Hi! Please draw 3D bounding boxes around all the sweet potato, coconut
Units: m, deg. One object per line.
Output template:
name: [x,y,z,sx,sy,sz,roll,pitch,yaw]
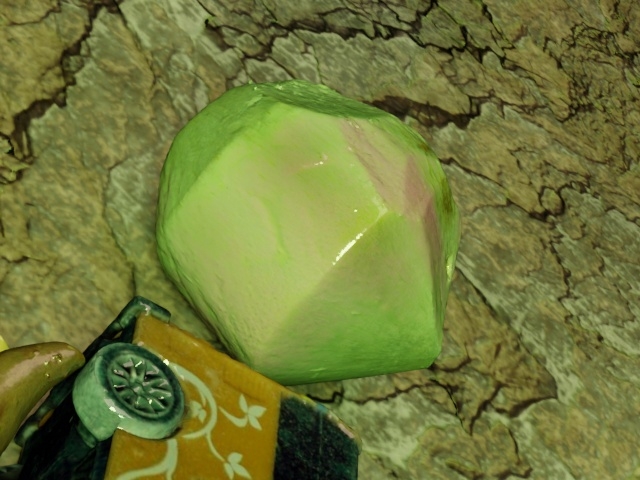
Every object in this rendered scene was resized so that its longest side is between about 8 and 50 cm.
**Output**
sweet potato: [-0.223,0.144,0.807,0.067,0.067,0.274,43,68,2]
coconut: [0.000,0.000,1.129,0.204,0.236,0.236,-39,81,-20]

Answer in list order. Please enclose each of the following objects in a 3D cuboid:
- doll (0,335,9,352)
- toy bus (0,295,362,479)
doll: [-0.293,0.081,0.846,0.296,0.117,0.141,-15,102,-37]
toy bus: [-0.089,0.210,0.853,0.194,0.162,0.323,30,34,-20]
